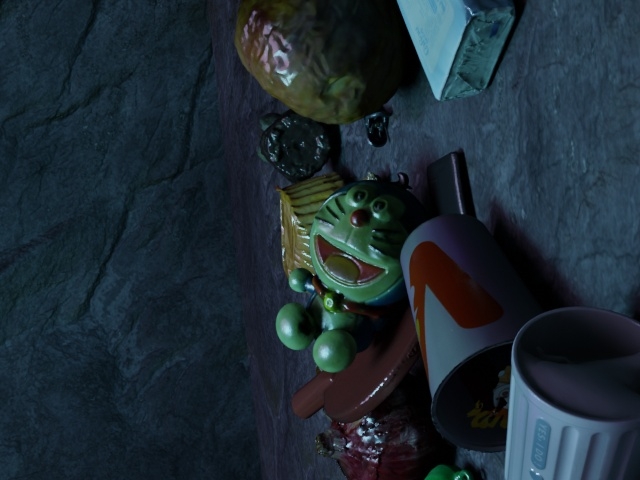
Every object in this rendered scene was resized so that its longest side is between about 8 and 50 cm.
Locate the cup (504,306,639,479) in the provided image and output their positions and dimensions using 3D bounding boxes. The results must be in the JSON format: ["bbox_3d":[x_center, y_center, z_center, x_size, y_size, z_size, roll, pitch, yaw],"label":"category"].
[{"bbox_3d":[0.287,0.213,1.101,0.221,0.167,0.202,-114,18,-50],"label":"cup"}]

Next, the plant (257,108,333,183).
[{"bbox_3d":[-0.058,-0.204,2.212,0.146,0.149,0.274,58,177,-14],"label":"plant"}]

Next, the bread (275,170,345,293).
[{"bbox_3d":[0.000,0.000,2.101,0.274,0.149,0.274,170,90,-79],"label":"bread"}]

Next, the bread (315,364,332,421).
[{"bbox_3d":[0.079,0.310,2.033,0.212,0.142,0.224,69,168,-13],"label":"bread"}]

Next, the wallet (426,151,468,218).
[{"bbox_3d":[0.203,-0.005,1.564,0.124,0.025,0.244,156,105,-75],"label":"wallet"}]

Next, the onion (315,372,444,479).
[{"bbox_3d":[0.095,0.334,1.796,0.252,0.219,0.252,178,90,-65],"label":"onion"}]

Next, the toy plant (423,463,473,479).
[{"bbox_3d":[0.206,0.441,1.680,0.143,0.105,0.200,62,146,26],"label":"toy plant"}]

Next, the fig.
[{"bbox_3d":[0.052,-0.362,1.617,0.368,0.286,0.286,-47,43,25],"label":"fig"}]

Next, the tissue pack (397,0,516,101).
[{"bbox_3d":[0.166,-0.342,1.385,0.177,0.089,0.263,104,151,-59],"label":"tissue pack"}]

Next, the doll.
[{"bbox_3d":[0.062,0.039,1.646,0.198,0.186,0.322,34,103,23],"label":"doll"}]

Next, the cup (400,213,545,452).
[{"bbox_3d":[0.201,0.104,1.357,0.288,0.203,0.203,-105,14,-50],"label":"cup"}]

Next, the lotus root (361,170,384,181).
[{"bbox_3d":[0.089,-0.076,1.888,0.152,0.063,0.072,98,168,-58],"label":"lotus root"}]

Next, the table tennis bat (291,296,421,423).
[{"bbox_3d":[0.070,0.196,1.716,0.415,0.051,0.268,-43,17,46],"label":"table tennis bat"}]

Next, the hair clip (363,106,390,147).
[{"bbox_3d":[0.079,-0.257,1.885,0.229,0.039,0.070,-109,18,-51],"label":"hair clip"}]
